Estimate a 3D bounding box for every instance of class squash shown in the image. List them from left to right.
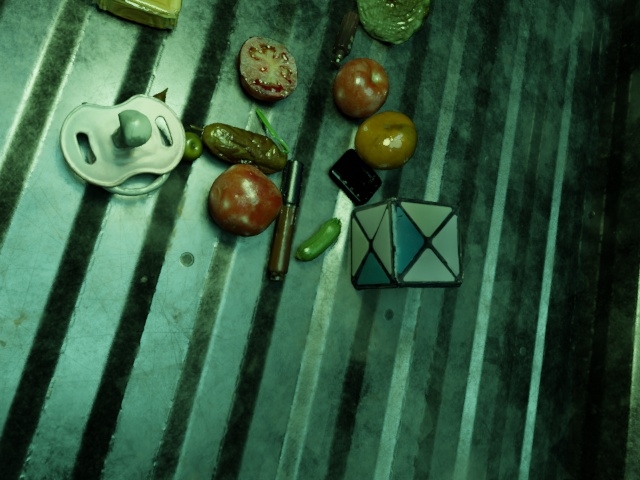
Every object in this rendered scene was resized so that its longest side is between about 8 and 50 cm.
[{"bbox_3d":[0.000,0.000,1.620,0.077,0.068,0.219,49,65,-11],"label":"squash"}]

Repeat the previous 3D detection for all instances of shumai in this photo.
[{"bbox_3d":[0.286,-0.967,1.780,0.304,0.309,0.263,29,48,-15],"label":"shumai"}]

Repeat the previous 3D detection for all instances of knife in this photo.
[{"bbox_3d":[-0.158,-0.368,1.541,0.054,0.015,0.212,-3,53,-52],"label":"knife"}]

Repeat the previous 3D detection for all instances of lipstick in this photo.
[{"bbox_3d":[-0.116,-0.069,1.558,0.077,0.077,0.418,13,80,-27],"label":"lipstick"}]

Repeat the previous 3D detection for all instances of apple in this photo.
[{"bbox_3d":[-0.405,-0.289,1.420,0.089,0.074,0.090,-13,109,-43],"label":"apple"}]

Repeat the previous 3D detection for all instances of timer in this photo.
[{"bbox_3d":[0.131,-0.235,1.725,0.187,0.055,0.144,46,64,-13],"label":"timer"}]

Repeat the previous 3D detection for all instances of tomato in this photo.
[{"bbox_3d":[-0.235,-0.123,1.434,0.232,0.188,0.232,3,84,-26],"label":"tomato"},{"bbox_3d":[-0.186,-0.573,1.559,0.225,0.085,0.225,5,80,-27],"label":"tomato"},{"bbox_3d":[0.145,-0.554,1.682,0.208,0.184,0.208,7,77,-33],"label":"tomato"}]

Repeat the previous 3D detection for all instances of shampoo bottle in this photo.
[{"bbox_3d":[0.089,-0.752,1.736,0.068,0.067,0.236,25,74,-34],"label":"shampoo bottle"}]

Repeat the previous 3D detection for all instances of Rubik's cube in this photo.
[{"bbox_3d":[0.302,0.026,1.650,0.307,0.305,0.310,3,84,-28],"label":"Rubik's cube"}]

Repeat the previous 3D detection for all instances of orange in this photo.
[{"bbox_3d":[0.243,-0.361,1.682,0.240,0.240,0.171,-48,147,-23],"label":"orange"}]

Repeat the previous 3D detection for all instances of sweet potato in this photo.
[{"bbox_3d":[-0.495,-0.426,1.401,0.049,0.049,0.117,35,63,-22],"label":"sweet potato"}]

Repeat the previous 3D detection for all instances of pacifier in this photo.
[{"bbox_3d":[-0.534,-0.281,1.270,0.332,0.273,0.220,-20,62,-28],"label":"pacifier"}]

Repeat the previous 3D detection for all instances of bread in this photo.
[{"bbox_3d":[-0.540,-0.727,1.364,0.241,0.107,0.136,9,79,-28],"label":"bread"},{"bbox_3d":[-0.251,-0.306,1.474,0.344,0.084,0.124,15,62,-36],"label":"bread"}]
